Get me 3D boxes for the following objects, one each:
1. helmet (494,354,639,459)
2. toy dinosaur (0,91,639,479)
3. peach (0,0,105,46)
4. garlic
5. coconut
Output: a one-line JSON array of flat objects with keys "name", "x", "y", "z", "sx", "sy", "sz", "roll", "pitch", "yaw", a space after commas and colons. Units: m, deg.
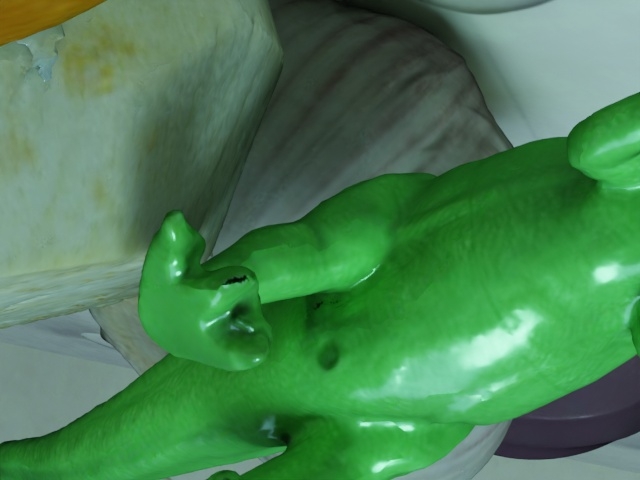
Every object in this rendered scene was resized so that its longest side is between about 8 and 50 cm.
[{"name": "helmet", "x": 0.155, "y": 0.072, "z": 1.130, "sx": 0.338, "sy": 0.197, "sz": 0.271, "roll": 22, "pitch": 162, "yaw": -24}, {"name": "toy dinosaur", "x": 0.054, "y": 0.011, "z": 0.658, "sx": 0.374, "sy": 0.144, "sz": 0.500, "roll": -24, "pitch": -175, "yaw": -24}, {"name": "peach", "x": -0.183, "y": -0.197, "z": 0.294, "sx": 0.380, "sy": 0.242, "sz": 0.306, "roll": 14, "pitch": 154, "yaw": 24}, {"name": "garlic", "x": 0.000, "y": 0.000, "z": 0.871, "sx": 0.317, "sy": 0.259, "sz": 0.317, "roll": 30, "pitch": 150, "yaw": 20}, {"name": "coconut", "x": -0.171, "y": -0.108, "z": 0.601, "sx": 0.323, "sy": 0.323, "sz": 0.323, "roll": 14, "pitch": 166, "yaw": 4}]
